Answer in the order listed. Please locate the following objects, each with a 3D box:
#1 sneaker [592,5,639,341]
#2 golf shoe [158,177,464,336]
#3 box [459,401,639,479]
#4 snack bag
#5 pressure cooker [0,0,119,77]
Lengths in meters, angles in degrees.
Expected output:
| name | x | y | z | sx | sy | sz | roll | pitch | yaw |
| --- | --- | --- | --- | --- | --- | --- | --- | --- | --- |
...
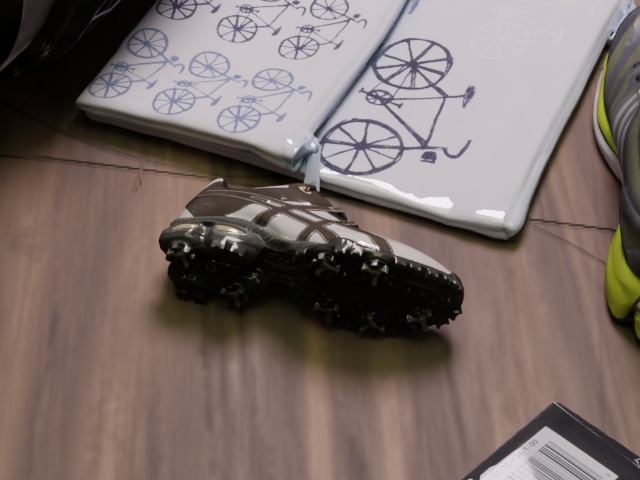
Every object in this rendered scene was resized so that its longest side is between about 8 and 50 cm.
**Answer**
| name | x | y | z | sx | sy | sz | roll | pitch | yaw |
| --- | --- | --- | --- | --- | --- | --- | --- | --- | --- |
| sneaker | 0.246 | -0.072 | 1.045 | 0.111 | 0.121 | 0.300 | 3 | 45 | 1 |
| golf shoe | 0.000 | 0.000 | 0.999 | 0.198 | 0.077 | 0.094 | 12 | 46 | 9 |
| box | 0.084 | 0.222 | 0.730 | 0.163 | 0.142 | 0.247 | 34 | 49 | 30 |
| snack bag | 0.039 | -0.147 | 1.175 | 0.342 | 0.037 | 0.323 | 18 | 47 | 16 |
| pressure cooker | -0.250 | -0.346 | 1.127 | 0.369 | 0.376 | 0.420 | 21 | 49 | 22 |
